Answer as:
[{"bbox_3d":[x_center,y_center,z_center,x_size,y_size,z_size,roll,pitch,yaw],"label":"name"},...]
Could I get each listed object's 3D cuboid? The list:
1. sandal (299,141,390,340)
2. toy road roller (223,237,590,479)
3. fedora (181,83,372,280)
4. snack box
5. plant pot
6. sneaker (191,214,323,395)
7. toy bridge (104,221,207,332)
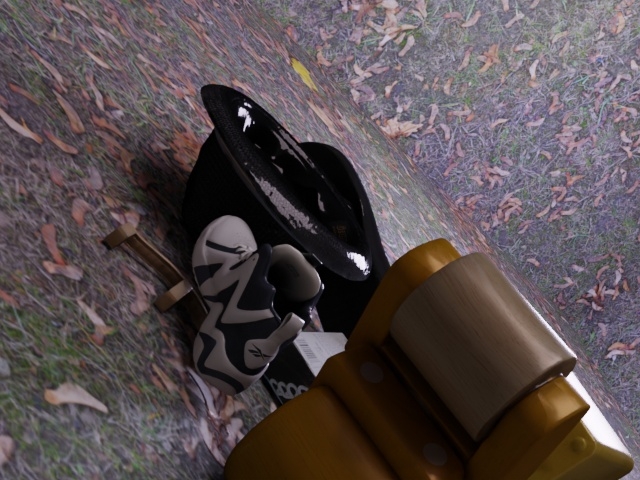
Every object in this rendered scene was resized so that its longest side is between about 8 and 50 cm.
[{"bbox_3d":[0.002,-0.001,1.527,0.107,0.167,0.446,16,33,-36],"label":"sandal"},{"bbox_3d":[0.060,0.180,0.972,0.240,0.329,0.202,-19,59,-38],"label":"toy road roller"},{"bbox_3d":[-0.084,-0.043,1.360,0.334,0.152,0.334,46,12,-13],"label":"fedora"},{"bbox_3d":[0.059,0.254,1.252,0.322,0.060,0.187,56,15,17],"label":"snack box"},{"bbox_3d":[0.210,0.216,1.185,0.212,0.212,0.187,57,3,19],"label":"plant pot"},{"bbox_3d":[-0.058,0.035,1.112,0.094,0.153,0.235,40,30,-26],"label":"sneaker"},{"bbox_3d":[-0.157,0.059,1.141,0.188,0.026,0.063,52,14,-3],"label":"toy bridge"}]
